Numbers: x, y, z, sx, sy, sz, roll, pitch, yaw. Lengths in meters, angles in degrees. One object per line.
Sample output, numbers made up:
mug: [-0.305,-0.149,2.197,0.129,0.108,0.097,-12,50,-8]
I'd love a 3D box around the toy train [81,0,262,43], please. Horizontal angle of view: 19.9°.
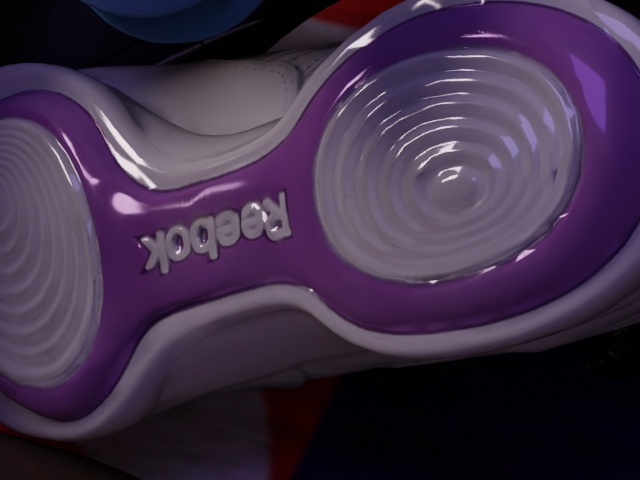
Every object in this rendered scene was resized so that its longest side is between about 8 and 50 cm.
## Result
toy train: [0.044,-0.117,0.466,0.248,0.105,0.143,-11,23,2]

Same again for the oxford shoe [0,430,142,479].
oxford shoe: [-0.052,0.098,0.499,0.227,0.096,0.083,24,63,25]

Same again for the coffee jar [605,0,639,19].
coffee jar: [0.052,-0.138,0.652,0.079,0.096,0.184,-45,57,5]

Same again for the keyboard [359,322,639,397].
keyboard: [0.100,0.011,0.586,0.192,0.038,0.100,-22,31,-6]

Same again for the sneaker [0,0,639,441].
sneaker: [0.000,0.000,0.542,0.305,0.152,0.114,-4,87,40]

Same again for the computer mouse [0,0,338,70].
computer mouse: [-0.040,-0.144,0.616,0.262,0.060,0.184,-29,63,22]
